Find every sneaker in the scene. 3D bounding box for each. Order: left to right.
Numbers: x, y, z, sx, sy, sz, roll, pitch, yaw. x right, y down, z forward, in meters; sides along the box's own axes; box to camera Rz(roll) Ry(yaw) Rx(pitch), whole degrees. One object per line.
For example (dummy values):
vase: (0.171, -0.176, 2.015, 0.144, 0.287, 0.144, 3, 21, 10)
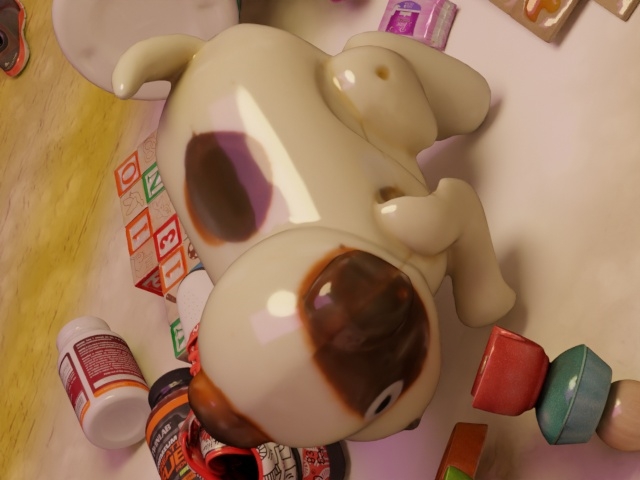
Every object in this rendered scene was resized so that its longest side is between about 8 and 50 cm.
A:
sneaker: (-0.440, -0.292, 2.589, 0.061, 0.065, 0.158, -47, 43, 23)
sneaker: (-0.090, 0.139, 1.831, 0.090, 0.145, 0.270, -42, 69, 29)

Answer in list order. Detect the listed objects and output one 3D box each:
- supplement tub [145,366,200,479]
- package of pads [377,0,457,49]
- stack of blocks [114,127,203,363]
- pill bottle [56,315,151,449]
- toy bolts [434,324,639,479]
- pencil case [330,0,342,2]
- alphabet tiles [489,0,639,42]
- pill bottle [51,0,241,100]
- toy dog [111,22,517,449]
supplement tub: (-0.116, 0.219, 1.927, 0.106, 0.106, 0.198, -50, 41, 20)
package of pads: (0.100, -0.226, 1.956, 0.083, 0.032, 0.050, 15, 83, 51)
stack of blocks: (-0.120, -0.001, 2.055, 0.171, 0.087, 0.297, -41, 45, 29)
pill bottle: (-0.243, 0.155, 2.123, 0.086, 0.086, 0.152, -52, 41, 18)
toy bolts: (0.189, 0.191, 1.606, 0.218, 0.158, 0.228, -55, -16, -80)
pencil case: (0.033, -0.452, 1.999, 0.167, 0.160, 0.386, 33, 108, 31)
alphabet tiles: (0.228, -0.363, 1.842, 0.342, 0.011, 0.285, 43, 105, 39)
pill bottle: (-0.183, -0.336, 2.150, 0.204, 0.204, 0.361, -42, 27, 28)
toy dog: (0.000, 0.000, 1.690, 0.284, 0.395, 0.408, -32, 41, 24)
